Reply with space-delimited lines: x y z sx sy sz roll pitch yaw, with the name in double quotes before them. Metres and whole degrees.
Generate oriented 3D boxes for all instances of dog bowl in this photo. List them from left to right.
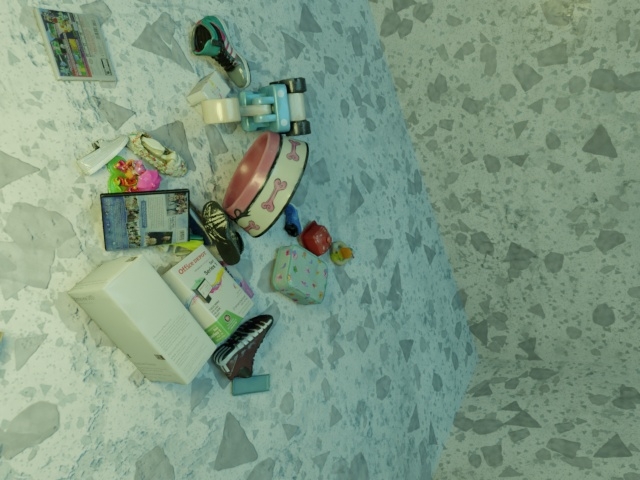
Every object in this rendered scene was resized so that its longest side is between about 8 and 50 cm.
"dog bowl" -0.216 -0.222 1.662 0.150 0.408 0.408 28 59 -23

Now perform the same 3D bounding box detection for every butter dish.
"butter dish" 0.000 0.000 2.094 0.160 0.118 0.160 -50 124 -46

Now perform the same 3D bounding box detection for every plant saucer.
"plant saucer" -0.266 0.551 1.723 0.192 0.018 0.067 13 72 -50

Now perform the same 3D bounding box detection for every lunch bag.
"lunch bag" -0.082 0.149 1.969 0.279 0.107 0.224 36 51 -45

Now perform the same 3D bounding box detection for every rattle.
"rattle" 0.152 0.056 2.273 0.199 0.142 0.130 13 54 -44

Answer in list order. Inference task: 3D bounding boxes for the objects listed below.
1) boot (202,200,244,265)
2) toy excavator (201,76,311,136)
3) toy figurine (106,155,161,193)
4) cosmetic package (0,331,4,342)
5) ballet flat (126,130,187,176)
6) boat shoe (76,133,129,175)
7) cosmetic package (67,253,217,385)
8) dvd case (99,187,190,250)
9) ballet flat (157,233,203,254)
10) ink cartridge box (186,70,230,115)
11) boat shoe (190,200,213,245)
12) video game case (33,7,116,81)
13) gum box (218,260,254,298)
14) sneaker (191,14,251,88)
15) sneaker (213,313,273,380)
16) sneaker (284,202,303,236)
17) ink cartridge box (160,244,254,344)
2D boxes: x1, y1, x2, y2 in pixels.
"boot" -0.349 -0.031 1.638 0.178 0.085 0.237 -111 178 -83
"toy excavator" -0.253 -0.498 1.741 0.444 0.433 0.223 -12 108 -20
"toy figurine" -0.561 -0.196 1.381 0.130 0.159 0.173 -33 108 -50
"cosmetic package" -0.796 0.269 1.062 0.041 0.060 0.115 30 61 -47
"ballet flat" -0.531 -0.285 1.505 0.241 0.077 0.091 29 60 -46
"boat shoe" -0.658 -0.273 1.358 0.063 0.066 0.184 55 54 -31
"cosmetic package" -0.510 0.236 1.315 0.385 0.217 0.156 58 43 -25
"dvd case" -0.525 -0.065 1.369 0.252 0.022 0.181 -7 119 -29
"ballet flat" -0.494 0.006 1.505 0.231 0.077 0.077 15 100 -51
"ink cartridge box" -0.423 -0.543 1.687 0.090 0.092 0.143 49 49 -36
"boat shoe" -0.430 -0.065 1.600 0.183 0.066 0.066 62 33 -28
"video game case" -0.731 -0.581 1.354 0.183 0.023 0.202 -24 103 -52
"gum box" -0.339 0.170 1.669 0.188 0.062 0.107 60 42 -25
"sneaker" -0.393 -0.717 1.732 0.296 0.123 0.178 61 36 -12
"sneaker" -0.267 0.412 1.697 0.281 0.106 0.163 -37 118 -38
"sneaker" -0.129 -0.088 1.999 0.084 0.058 0.152 -50 128 -55
"ink cartridge box" -0.379 0.179 1.476 0.278 0.117 0.201 50 28 -8
